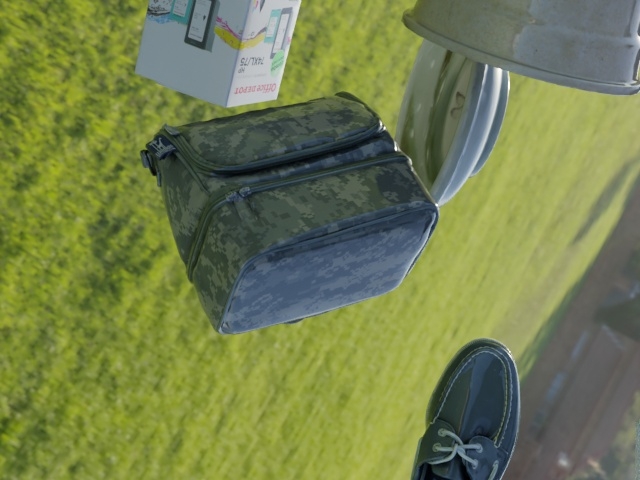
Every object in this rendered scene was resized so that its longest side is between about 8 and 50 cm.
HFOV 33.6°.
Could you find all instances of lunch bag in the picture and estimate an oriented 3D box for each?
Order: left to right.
[{"bbox_3d":[-0.044,-0.053,1.325,0.305,0.256,0.213,-16,150,-24],"label":"lunch bag"}]

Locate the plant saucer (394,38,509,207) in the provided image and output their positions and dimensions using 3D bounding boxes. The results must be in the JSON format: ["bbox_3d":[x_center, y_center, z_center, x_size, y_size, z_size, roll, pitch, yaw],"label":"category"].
[{"bbox_3d":[0.227,-0.216,1.770,0.400,0.100,0.401,-166,-90,-79],"label":"plant saucer"}]

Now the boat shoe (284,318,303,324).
[{"bbox_3d":[0.001,0.003,1.619,0.103,0.118,0.320,-7,-142,55],"label":"boat shoe"}]

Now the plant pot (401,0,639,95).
[{"bbox_3d":[0.306,-0.387,1.362,0.334,0.333,0.306,-27,137,-60],"label":"plant pot"}]

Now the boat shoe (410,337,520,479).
[{"bbox_3d":[0.165,0.269,1.245,0.099,0.116,0.320,70,40,-83],"label":"boat shoe"}]

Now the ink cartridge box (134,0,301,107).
[{"bbox_3d":[-0.170,-0.395,1.854,0.198,0.197,0.270,-25,134,-62],"label":"ink cartridge box"}]

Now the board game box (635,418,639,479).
[{"bbox_3d":[0.659,0.467,1.736,0.066,0.318,0.319,-32,133,-21],"label":"board game box"}]
